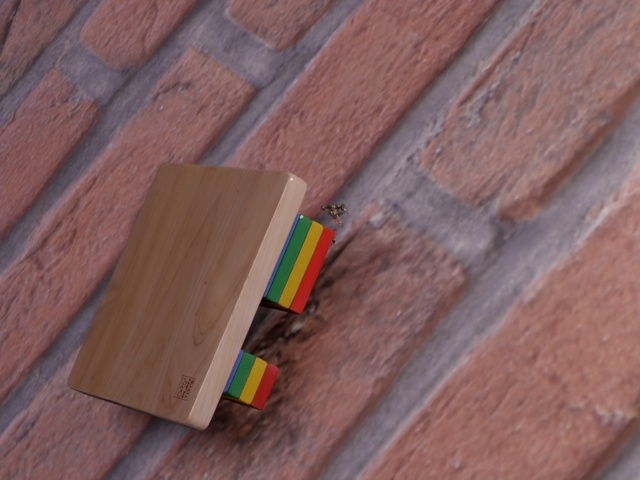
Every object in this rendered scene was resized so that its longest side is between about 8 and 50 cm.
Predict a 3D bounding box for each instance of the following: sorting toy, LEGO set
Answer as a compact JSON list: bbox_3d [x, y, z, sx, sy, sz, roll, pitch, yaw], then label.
[{"bbox_3d":[-0.114,0.060,1.784,0.255,0.089,0.257,7,72,56],"label":"sorting toy"},{"bbox_3d":[0.002,-0.001,1.800,0.083,0.023,0.054,-48,36,-18],"label":"LEGO set"}]
